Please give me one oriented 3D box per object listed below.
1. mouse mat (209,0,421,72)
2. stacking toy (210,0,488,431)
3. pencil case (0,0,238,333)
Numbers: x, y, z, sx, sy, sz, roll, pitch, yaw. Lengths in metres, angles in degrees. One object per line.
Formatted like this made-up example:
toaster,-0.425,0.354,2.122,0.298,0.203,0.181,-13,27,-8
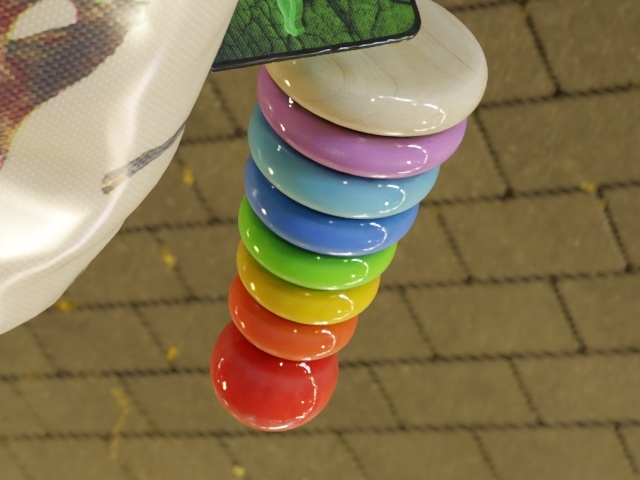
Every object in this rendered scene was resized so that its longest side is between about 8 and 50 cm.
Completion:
mouse mat,-0.037,-0.184,1.024,0.152,0.190,0.007,-11,160,-18
stacking toy,0.000,0.000,1.202,0.141,0.141,0.330,20,128,5
pencil case,-0.079,-0.144,0.401,0.183,0.160,0.410,1,137,-26
